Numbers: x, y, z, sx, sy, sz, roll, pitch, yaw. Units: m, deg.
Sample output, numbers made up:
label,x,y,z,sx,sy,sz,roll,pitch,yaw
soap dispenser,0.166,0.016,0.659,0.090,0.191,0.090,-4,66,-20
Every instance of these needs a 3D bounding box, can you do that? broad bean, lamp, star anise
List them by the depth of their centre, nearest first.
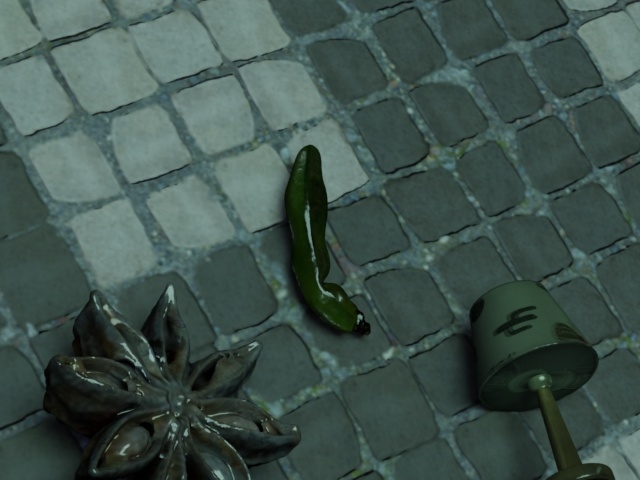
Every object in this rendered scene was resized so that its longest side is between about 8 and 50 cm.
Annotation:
label,x,y,z,sx,sy,sz,roll,pitch,yaw
star anise,-0.143,0.158,1.547,0.223,0.109,0.236,39,38,-11
lamp,0.210,0.145,1.699,0.121,0.121,0.215,1,52,-24
broad bean,-0.005,0.003,1.723,0.061,0.046,0.195,-6,72,-39
